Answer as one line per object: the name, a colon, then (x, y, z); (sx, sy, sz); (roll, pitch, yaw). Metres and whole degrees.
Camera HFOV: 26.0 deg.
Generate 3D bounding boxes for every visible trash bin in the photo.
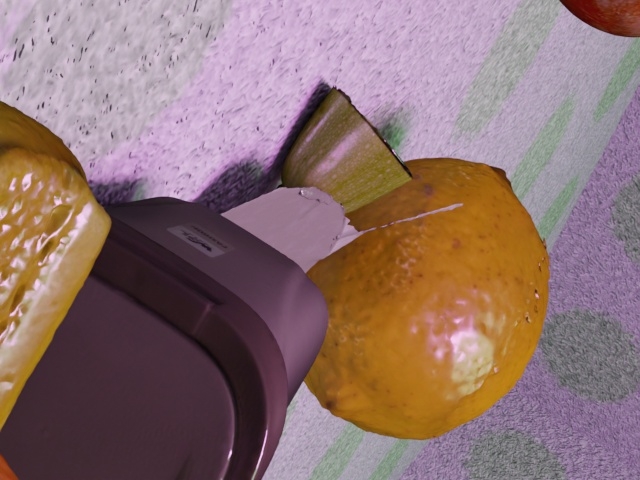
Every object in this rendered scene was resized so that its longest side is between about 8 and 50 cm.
trash bin: (-0.118, 0.087, 0.835); (0.219, 0.220, 0.250); (-58, 173, 15)

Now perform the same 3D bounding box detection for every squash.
squash: (-0.002, -0.052, 1.171); (0.132, 0.105, 0.105); (-41, 166, 5)

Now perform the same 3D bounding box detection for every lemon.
lemon: (0.094, 0.050, 1.346); (0.310, 0.253, 0.253); (-55, 166, -23)

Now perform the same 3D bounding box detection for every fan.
fan: (0.000, -0.001, 1.157); (0.310, 0.010, 0.182); (-14, 149, -33)

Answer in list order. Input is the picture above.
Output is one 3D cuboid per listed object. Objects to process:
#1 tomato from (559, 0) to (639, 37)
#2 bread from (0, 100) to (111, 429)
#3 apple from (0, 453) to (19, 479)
tomato: (0.307, -0.332, 1.283); (0.270, 0.223, 0.270); (-33, 165, -10)
bread: (-0.242, 0.101, 0.627); (0.383, 0.112, 0.166); (-60, 152, 6)
apple: (-0.232, 0.149, 0.401); (0.275, 0.299, 0.299); (-55, 166, 8)
